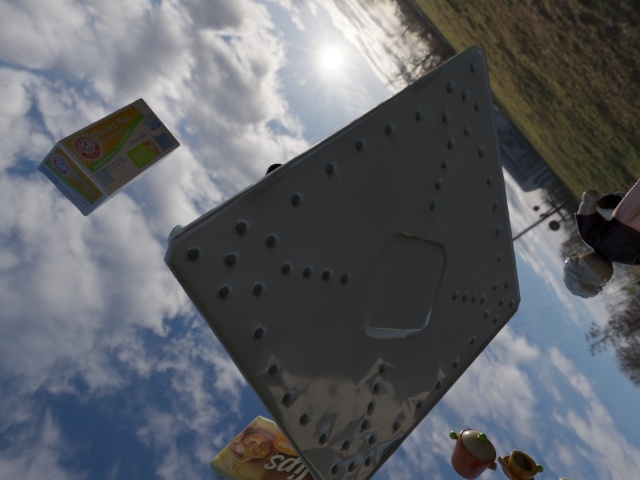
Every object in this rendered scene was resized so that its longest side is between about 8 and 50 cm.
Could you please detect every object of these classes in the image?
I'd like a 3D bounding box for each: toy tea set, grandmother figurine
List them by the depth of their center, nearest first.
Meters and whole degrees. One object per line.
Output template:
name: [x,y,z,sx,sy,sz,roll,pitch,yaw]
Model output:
grandmother figurine: [0.578,-0.027,0.756,0.207,0.343,0.104,33,-145,13]
toy tea set: [0.478,0.569,0.991,0.335,0.125,0.200,11,-155,-10]

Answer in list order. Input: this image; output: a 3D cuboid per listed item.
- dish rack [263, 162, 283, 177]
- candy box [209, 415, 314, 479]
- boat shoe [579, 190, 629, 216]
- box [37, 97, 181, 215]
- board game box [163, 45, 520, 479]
dish rack: [0.000,0.000,0.727,0.271,0.074,0.209,24,-129,-11]
candy box: [-0.091,0.556,0.981,0.182,0.316,0.088,-31,-63,-48]
boat shoe: [0.788,-0.104,1.097,0.184,0.063,0.066,-7,-105,-15]
box: [-0.377,-0.156,0.746,0.114,0.103,0.203,52,-140,-20]
board game box: [0.084,0.048,0.469,0.389,0.050,0.390,-37,-58,-22]
